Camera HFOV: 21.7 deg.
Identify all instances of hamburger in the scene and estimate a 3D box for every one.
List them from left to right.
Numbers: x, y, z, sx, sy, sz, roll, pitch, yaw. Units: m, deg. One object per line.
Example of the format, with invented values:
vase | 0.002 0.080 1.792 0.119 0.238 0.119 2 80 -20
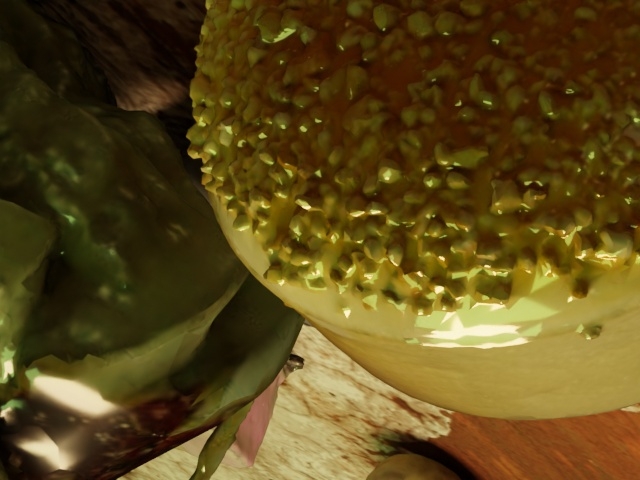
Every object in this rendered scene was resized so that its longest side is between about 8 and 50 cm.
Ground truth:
hamburger | 0.085 -0.070 0.693 0.302 0.302 0.170 10 144 31

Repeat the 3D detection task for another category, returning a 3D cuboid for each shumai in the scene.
shumai | -0.177 0.025 1.015 0.348 0.395 0.395 21 155 22

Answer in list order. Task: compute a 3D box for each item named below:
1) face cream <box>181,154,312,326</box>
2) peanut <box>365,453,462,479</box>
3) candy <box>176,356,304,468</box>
face cream | 0.000 0.000 1.150 0.235 0.137 0.420 36 164 -24
peanut | 0.128 0.285 1.538 0.256 0.123 0.123 35 153 -27
candy | -0.165 0.091 1.444 0.265 0.116 0.155 13 154 30
